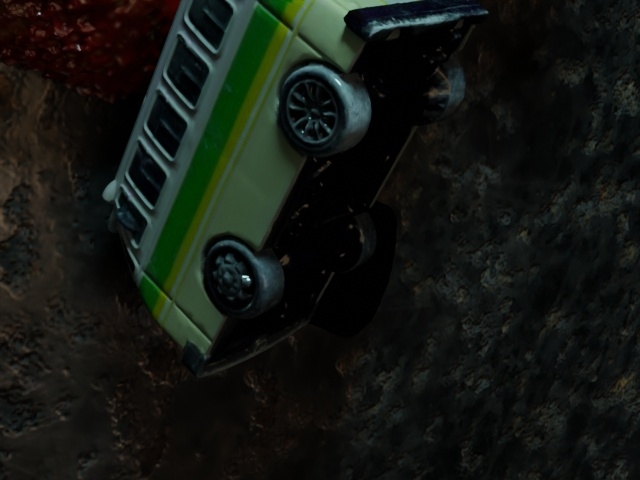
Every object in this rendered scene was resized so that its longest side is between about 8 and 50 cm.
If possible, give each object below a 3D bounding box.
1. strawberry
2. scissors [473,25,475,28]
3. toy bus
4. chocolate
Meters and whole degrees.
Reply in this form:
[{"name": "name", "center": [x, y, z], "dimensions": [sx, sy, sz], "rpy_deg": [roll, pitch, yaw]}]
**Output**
[{"name": "strawberry", "center": [-0.171, -0.172, 0.686], "dimensions": [0.208, 0.087, 0.167], "rpy_deg": [-12, 110, -41]}, {"name": "scissors", "center": [0.123, -0.224, 0.967], "dimensions": [0.083, 0.006, 0.036], "rpy_deg": [24, 85, -40]}, {"name": "toy bus", "center": [-0.040, -0.068, 0.715], "dimensions": [0.143, 0.179, 0.305], "rpy_deg": [-24, 149, -49]}, {"name": "chocolate", "center": [0.000, 0.000, 0.890], "dimensions": [0.125, 0.080, 0.149], "rpy_deg": [-44, 119, -35]}]
